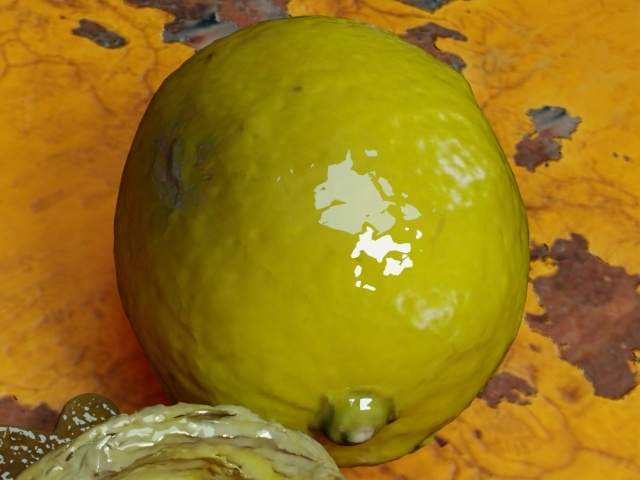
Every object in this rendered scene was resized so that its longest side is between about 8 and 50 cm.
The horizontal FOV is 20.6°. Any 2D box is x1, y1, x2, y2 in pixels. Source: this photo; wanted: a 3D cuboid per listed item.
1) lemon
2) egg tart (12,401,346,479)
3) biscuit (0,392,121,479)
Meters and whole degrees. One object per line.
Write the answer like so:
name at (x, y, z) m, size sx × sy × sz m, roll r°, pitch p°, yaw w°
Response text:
lemon at (-0.001, -0.002, 1.056) m, size 0.261 × 0.260 × 0.284 m, roll 1°, pitch 20°, yaw -17°
egg tart at (-0.085, 0.173, 0.928) m, size 0.213 × 0.212 × 0.090 m, roll -3°, pitch 20°, yaw -20°
biscuit at (-0.143, 0.152, 1.019) m, size 0.205 × 0.031 × 0.138 m, roll -1°, pitch 54°, yaw -16°
